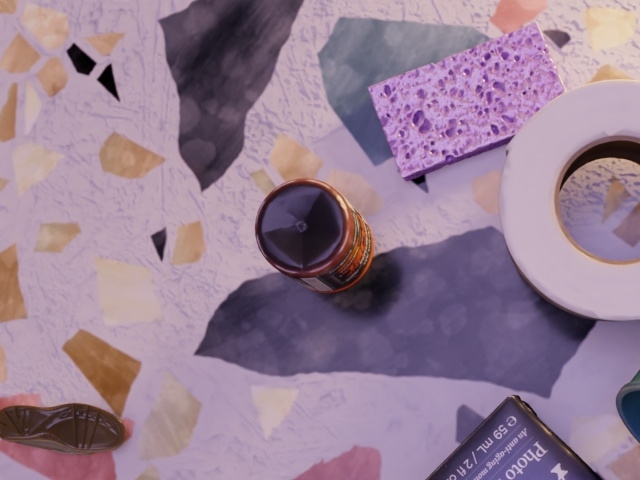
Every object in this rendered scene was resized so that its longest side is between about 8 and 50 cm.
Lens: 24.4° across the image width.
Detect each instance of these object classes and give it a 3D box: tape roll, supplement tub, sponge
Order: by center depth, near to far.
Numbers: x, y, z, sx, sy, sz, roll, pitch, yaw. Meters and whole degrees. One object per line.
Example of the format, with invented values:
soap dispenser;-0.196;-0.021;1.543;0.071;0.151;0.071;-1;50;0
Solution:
tape roll;0.309;-0.036;1.551;0.246;0.169;0.246;-1;86;9
supplement tub;0.000;0.000;1.604;0.106;0.198;0.106;-2;81;11
sponge;0.172;-0.157;1.683;0.210;0.031;0.117;-21;78;7

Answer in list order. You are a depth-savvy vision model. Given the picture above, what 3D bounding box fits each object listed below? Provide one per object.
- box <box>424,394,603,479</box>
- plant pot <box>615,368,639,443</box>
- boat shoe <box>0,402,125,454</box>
box;0.202;0.363;1.510;0.296;0.183;0.294;-46;77;1
plant pot;0.477;0.127;1.465;0.271;0.272;0.255;33;74;15
boat shoe;-0.298;0.220;1.710;0.153;0.048;0.056;1;68;5
